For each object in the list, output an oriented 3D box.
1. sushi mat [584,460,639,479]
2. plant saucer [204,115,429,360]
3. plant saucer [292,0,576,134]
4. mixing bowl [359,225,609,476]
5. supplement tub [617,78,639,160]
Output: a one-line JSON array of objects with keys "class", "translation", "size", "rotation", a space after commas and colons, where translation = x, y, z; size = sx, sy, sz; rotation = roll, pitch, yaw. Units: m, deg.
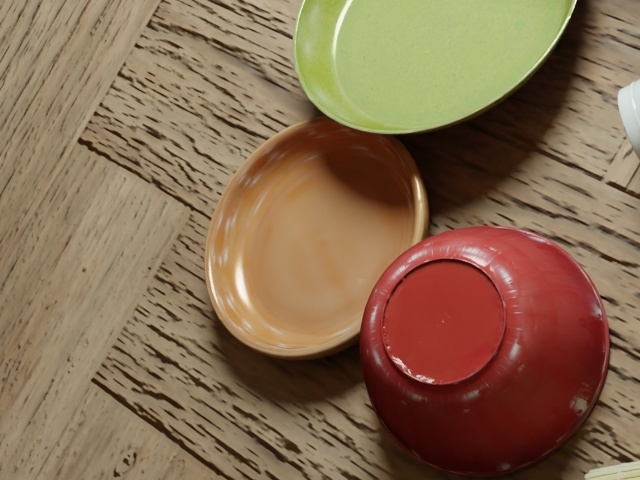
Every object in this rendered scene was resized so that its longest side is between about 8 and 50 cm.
[{"class": "sushi mat", "translation": [0.295, 0.164, 0.974], "size": [0.316, 0.019, 0.151], "rotation": [-17, 31, 28]}, {"class": "plant saucer", "translation": [0.000, 0.000, 1.273], "size": [0.200, 0.037, 0.200], "rotation": [-13, 64, 29]}, {"class": "plant saucer", "translation": [0.093, -0.176, 1.267], "size": [0.241, 0.037, 0.241], "rotation": [-15, 54, 22]}, {"class": "mixing bowl", "translation": [0.097, 0.064, 1.118], "size": [0.181, 0.098, 0.182], "rotation": [-7, 72, 21]}, {"class": "supplement tub", "translation": [0.264, -0.093, 1.111], "size": [0.107, 0.071, 0.071], "rotation": [-24, 59, 25]}]
